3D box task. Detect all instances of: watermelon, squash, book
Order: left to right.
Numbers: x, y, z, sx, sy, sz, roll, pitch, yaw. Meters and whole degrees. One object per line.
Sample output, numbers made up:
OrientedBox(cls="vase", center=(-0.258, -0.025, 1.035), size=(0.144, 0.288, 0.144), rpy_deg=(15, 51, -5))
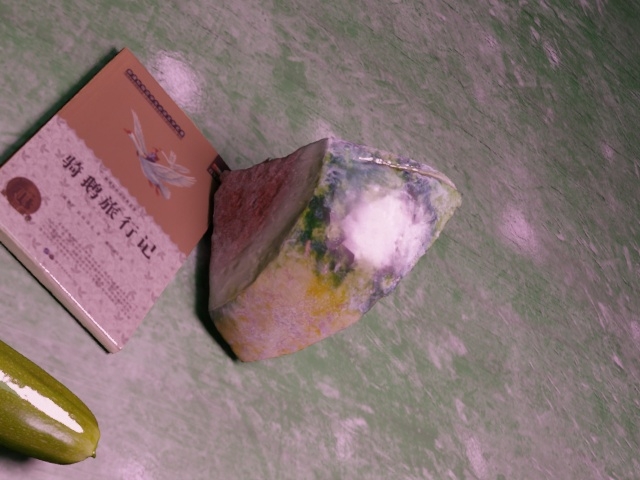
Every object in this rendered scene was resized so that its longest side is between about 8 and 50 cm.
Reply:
OrientedBox(cls="squash", center=(-0.314, 0.108, 0.908), size=(0.292, 0.082, 0.082), rpy_deg=(43, 43, -27))
OrientedBox(cls="book", center=(-0.220, -0.055, 1.152), size=(0.217, 0.021, 0.310), rpy_deg=(50, 41, -18))
OrientedBox(cls="watermelon", center=(0.000, 0.000, 1.239), size=(0.193, 0.310, 0.231), rpy_deg=(34, 12, -46))
